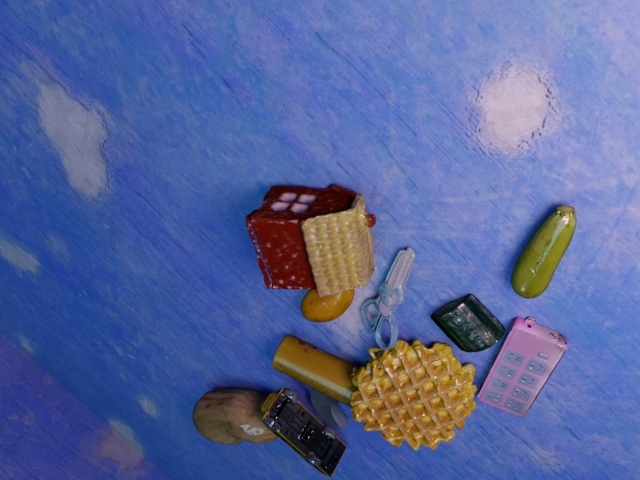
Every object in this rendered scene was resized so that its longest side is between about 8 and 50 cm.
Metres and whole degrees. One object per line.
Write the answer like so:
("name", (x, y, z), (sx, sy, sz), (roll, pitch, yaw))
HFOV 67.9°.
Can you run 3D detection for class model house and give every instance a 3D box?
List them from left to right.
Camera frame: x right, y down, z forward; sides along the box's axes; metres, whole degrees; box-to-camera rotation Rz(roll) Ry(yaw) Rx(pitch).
("model house", (0.000, 0.000, 0.987), (0.253, 0.160, 0.196), (4, 124, 28))

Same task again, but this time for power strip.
("power strip", (0.035, 0.478, 1.406), (0.137, 0.044, 0.216), (26, 132, 13))
("power strip", (0.426, 0.278, 1.019), (0.109, 0.037, 0.279), (20, 132, 18))

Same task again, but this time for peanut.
("peanut", (-0.278, 0.599, 1.600), (0.386, 0.169, 0.192), (-11, 108, 36))

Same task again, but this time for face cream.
("face cream", (0.045, 0.370, 1.277), (0.348, 0.105, 0.105), (22, 132, 16))

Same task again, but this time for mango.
("mango", (0.019, 0.143, 1.143), (0.098, 0.075, 0.190), (37, 128, -10))

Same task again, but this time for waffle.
("waffle", (0.217, 0.368, 1.132), (0.328, 0.062, 0.330), (5, 112, 12))

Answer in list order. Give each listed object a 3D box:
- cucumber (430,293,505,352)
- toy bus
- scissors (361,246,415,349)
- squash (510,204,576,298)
("cucumber", (0.305, 0.182, 1.007), (0.115, 0.062, 0.116), (48, 132, -4))
("toy bus", (-0.060, 0.584, 1.460), (0.123, 0.121, 0.336), (-6, 131, 52))
("scissors", (0.155, 0.121, 1.050), (0.125, 0.030, 0.256), (53, 138, 43))
("squash", (0.388, 0.024, 0.830), (0.066, 0.066, 0.201), (22, 132, 16))
